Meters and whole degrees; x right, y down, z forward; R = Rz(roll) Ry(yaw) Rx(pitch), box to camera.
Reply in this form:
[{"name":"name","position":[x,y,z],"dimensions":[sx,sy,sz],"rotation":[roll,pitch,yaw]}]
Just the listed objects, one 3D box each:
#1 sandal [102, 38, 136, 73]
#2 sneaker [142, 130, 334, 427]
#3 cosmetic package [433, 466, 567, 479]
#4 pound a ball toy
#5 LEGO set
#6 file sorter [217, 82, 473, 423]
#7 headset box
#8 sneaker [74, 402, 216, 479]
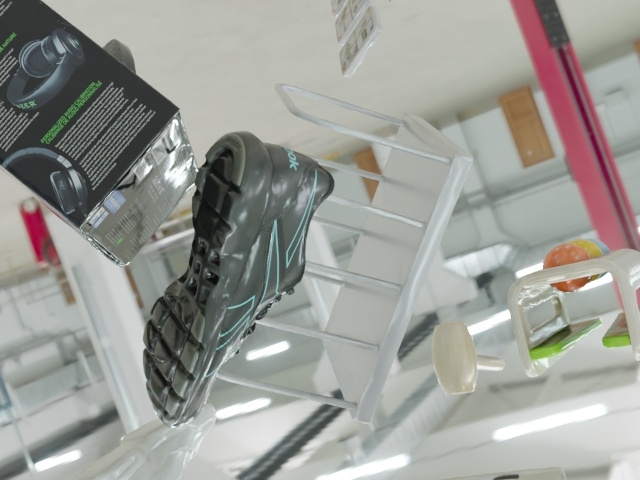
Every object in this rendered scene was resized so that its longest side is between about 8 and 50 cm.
[{"name":"sandal","position":[-0.240,-0.128,1.144],"dimensions":[0.097,0.254,0.054],"rotation":[-31,148,28]},{"name":"sneaker","position":[-0.069,0.044,0.798],"dimensions":[0.106,0.267,0.101],"rotation":[8,-157,-37]},{"name":"cosmetic package","position":[0.094,0.288,0.783],"dimensions":[0.160,0.113,0.309],"rotation":[-5,151,-7]},{"name":"pound a ball toy","position":[0.262,0.074,1.088],"dimensions":[0.208,0.135,0.319],"rotation":[-13,176,24]},{"name":"LEGO set","position":[0.095,-0.327,1.116],"dimensions":[0.060,0.182,0.244],"rotation":[18,130,-22]},{"name":"file sorter","position":[0.000,0.000,0.951],"dimensions":[0.173,0.277,0.193],"rotation":[16,-165,-15]},{"name":"headset box","position":[-0.265,-0.124,0.871],"dimensions":[0.131,0.283,0.246],"rotation":[-51,177,-9]},{"name":"sneaker","position":[-0.175,0.250,1.026],"dimensions":[0.080,0.094,0.212],"rotation":[-22,-176,31]}]
